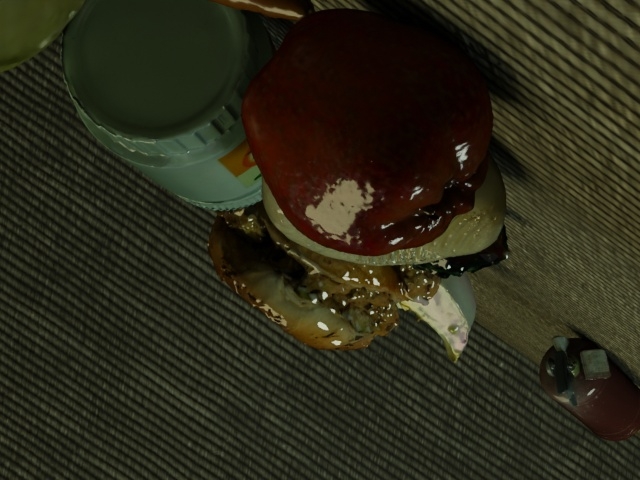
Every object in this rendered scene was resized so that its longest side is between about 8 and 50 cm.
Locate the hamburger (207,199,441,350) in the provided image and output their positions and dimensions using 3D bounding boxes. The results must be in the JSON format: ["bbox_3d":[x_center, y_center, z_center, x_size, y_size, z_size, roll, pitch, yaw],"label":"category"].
[{"bbox_3d":[0.001,-0.010,1.463,0.260,0.211,0.245,30,-172,-47],"label":"hamburger"}]

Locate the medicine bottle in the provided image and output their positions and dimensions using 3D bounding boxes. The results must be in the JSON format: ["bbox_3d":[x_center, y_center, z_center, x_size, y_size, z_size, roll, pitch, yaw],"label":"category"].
[{"bbox_3d":[-0.104,-0.121,1.083,0.158,0.158,0.318,35,179,8],"label":"medicine bottle"}]

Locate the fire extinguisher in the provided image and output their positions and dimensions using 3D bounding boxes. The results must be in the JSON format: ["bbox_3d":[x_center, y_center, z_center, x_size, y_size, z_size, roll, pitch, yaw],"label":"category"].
[{"bbox_3d":[0.366,0.201,1.782,0.105,0.105,0.269,34,177,36],"label":"fire extinguisher"}]

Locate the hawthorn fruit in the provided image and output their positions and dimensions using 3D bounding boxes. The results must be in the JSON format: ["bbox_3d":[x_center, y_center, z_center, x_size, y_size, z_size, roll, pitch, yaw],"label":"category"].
[{"bbox_3d":[0.023,-0.060,0.724,0.138,0.133,0.133,43,-179,19],"label":"hawthorn fruit"}]

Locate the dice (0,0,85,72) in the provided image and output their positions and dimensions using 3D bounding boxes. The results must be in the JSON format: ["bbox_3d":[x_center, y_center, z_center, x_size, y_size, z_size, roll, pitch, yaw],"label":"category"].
[{"bbox_3d":[-0.237,-0.216,0.810,0.169,0.169,0.166,35,177,22],"label":"dice"}]

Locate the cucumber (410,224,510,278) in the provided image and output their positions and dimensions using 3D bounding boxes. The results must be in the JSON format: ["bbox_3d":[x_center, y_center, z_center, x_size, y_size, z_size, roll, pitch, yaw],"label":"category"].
[{"bbox_3d":[0.039,-0.053,1.240,0.359,0.096,0.096,35,179,43],"label":"cucumber"}]

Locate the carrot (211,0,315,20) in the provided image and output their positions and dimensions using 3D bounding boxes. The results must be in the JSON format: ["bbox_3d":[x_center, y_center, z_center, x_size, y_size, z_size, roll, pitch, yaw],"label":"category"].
[{"bbox_3d":[-0.134,-0.207,0.903,0.336,0.069,0.069,30,176,32],"label":"carrot"}]

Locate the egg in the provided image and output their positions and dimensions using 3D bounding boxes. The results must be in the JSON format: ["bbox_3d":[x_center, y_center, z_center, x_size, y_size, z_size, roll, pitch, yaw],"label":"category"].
[{"bbox_3d":[0.082,0.029,1.692,0.271,0.162,0.206,-3,124,32],"label":"egg"}]

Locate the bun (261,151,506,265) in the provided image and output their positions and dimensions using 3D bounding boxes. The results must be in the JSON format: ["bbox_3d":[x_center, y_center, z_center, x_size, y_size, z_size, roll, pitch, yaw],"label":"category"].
[{"bbox_3d":[0.049,-0.051,0.944,0.183,0.102,0.183,4,160,2],"label":"bun"}]
